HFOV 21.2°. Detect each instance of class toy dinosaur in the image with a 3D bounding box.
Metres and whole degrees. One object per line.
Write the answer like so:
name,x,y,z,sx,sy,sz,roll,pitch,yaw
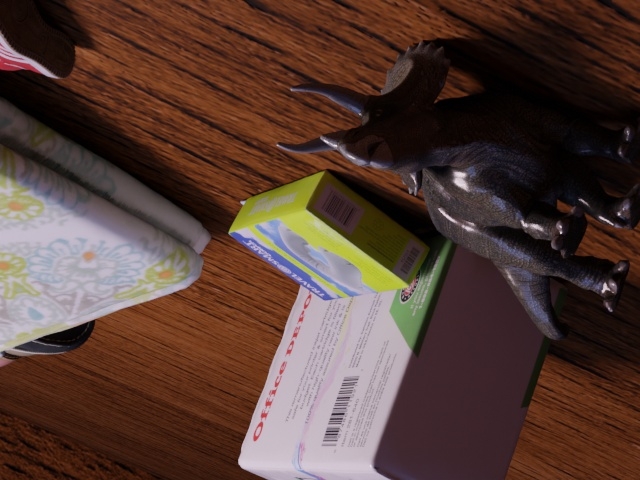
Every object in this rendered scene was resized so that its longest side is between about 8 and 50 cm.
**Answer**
toy dinosaur,0.115,-0.035,1.064,0.160,0.121,0.313,26,173,27

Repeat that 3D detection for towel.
towel,-0.325,-0.011,1.495,0.320,0.090,0.374,-21,148,28

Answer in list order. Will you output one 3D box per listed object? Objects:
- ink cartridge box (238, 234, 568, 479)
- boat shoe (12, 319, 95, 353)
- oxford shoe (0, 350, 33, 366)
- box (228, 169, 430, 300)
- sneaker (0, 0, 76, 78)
ink cartridge box,0.060,0.117,1.427,0.117,0.201,0.278,26,164,-20
boat shoe,-0.343,0.018,1.748,0.113,0.127,0.340,8,149,51
oxford shoe,-0.396,0.014,1.868,0.146,0.140,0.397,-13,152,21
box,0.000,0.000,1.382,0.109,0.042,0.178,36,161,-17
sneaker,-0.224,-0.147,1.187,0.067,0.042,0.118,11,164,22
